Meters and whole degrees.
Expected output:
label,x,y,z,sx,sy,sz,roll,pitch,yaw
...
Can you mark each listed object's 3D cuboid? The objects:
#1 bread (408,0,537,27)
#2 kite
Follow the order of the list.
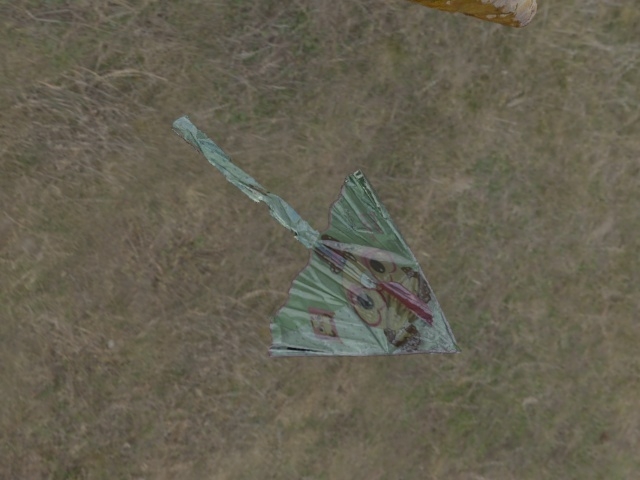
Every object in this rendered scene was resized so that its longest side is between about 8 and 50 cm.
label,x,y,z,sx,sy,sz,roll,pitch,yaw
bread,0.003,-0.154,0.379,0.233,0.105,0.076,8,107,-15
kite,-0.001,0.001,0.562,0.250,0.229,0.012,37,124,-4
